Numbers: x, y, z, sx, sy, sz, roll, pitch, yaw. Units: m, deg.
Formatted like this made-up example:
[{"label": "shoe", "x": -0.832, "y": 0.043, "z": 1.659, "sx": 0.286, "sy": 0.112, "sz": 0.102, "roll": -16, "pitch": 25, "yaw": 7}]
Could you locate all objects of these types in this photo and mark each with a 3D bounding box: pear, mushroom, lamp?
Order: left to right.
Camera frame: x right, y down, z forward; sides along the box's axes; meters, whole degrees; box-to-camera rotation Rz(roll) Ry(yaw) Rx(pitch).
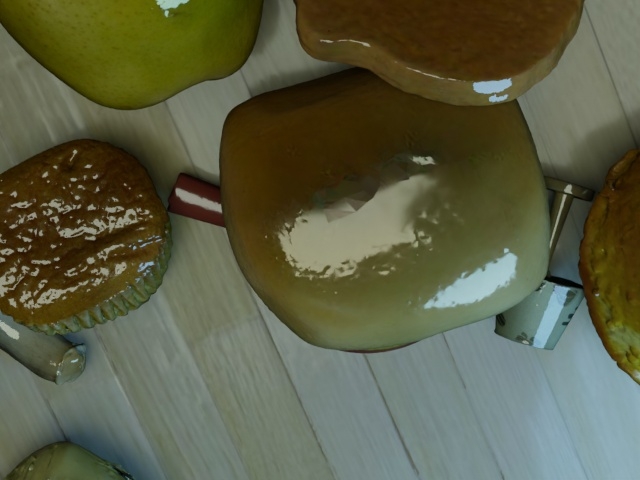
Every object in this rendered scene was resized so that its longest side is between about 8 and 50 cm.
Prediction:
[{"label": "mushroom", "x": -0.436, "y": 0.100, "z": 1.670, "sx": 0.278, "sy": 0.099, "sz": 0.096, "roll": 38, "pitch": 146, "yaw": -9}, {"label": "pear", "x": -0.234, "y": -0.357, "z": 1.411, "sx": 0.362, "sy": 0.362, "sz": 0.418, "roll": -16, "pitch": 115, "yaw": 7}, {"label": "lamp", "x": 0.293, "y": 0.029, "z": 1.603, "sx": 0.121, "sy": 0.121, "sz": 0.215, "roll": 17, "pitch": 93, "yaw": -1}]

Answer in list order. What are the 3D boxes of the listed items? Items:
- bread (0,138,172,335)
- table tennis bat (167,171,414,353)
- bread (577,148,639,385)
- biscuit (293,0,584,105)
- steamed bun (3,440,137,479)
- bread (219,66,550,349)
[{"label": "bread", "x": -0.316, "y": -0.001, "z": 1.585, "sx": 0.253, "sy": 0.142, "sz": 0.227, "roll": -21, "pitch": 81, "yaw": -4}, {"label": "table tennis bat", "x": 0.000, "y": 0.000, "z": 1.647, "sx": 0.414, "sy": 0.051, "sz": 0.268, "roll": 19, "pitch": 101, "yaw": -4}, {"label": "bread", "x": 0.500, "y": 0.034, "z": 1.521, "sx": 0.336, "sy": 0.204, "sz": 0.358, "roll": -25, "pitch": 103, "yaw": -6}, {"label": "biscuit", "x": 0.132, "y": -0.331, "z": 1.451, "sx": 0.365, "sy": 0.062, "sz": 0.385, "roll": 12, "pitch": 63, "yaw": 2}, {"label": "steamed bun", "x": -0.350, "y": 0.409, "z": 1.705, "sx": 0.232, "sy": 0.166, "sz": 0.273, "roll": 31, "pitch": 109, "yaw": -17}, {"label": "bread", "x": 0.074, "y": -0.050, "z": 1.479, "sx": 0.376, "sy": 0.253, "sz": 0.348, "roll": -13, "pitch": 84, "yaw": 2}]
